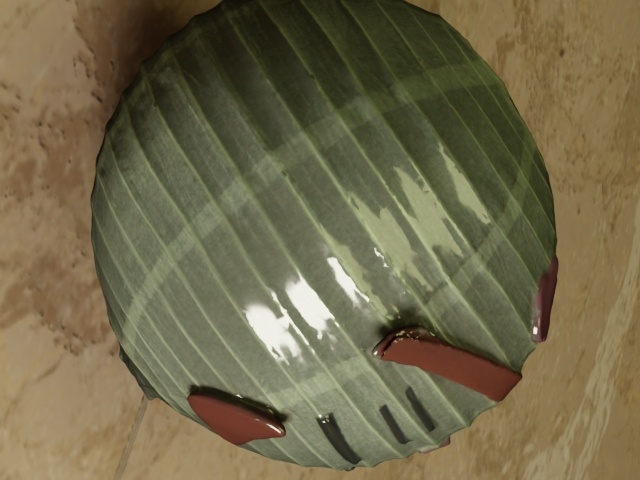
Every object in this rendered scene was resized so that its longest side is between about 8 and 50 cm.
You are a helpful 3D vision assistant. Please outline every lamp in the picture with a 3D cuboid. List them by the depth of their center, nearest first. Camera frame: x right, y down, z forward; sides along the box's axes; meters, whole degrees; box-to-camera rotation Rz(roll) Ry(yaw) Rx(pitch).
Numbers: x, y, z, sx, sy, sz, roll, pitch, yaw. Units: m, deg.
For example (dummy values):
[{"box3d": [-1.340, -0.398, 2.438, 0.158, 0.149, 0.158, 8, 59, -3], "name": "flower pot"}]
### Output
[{"box3d": [0.000, 0.000, 0.944, 0.265, 0.233, 0.233, 34, 69, -70], "name": "lamp"}]
